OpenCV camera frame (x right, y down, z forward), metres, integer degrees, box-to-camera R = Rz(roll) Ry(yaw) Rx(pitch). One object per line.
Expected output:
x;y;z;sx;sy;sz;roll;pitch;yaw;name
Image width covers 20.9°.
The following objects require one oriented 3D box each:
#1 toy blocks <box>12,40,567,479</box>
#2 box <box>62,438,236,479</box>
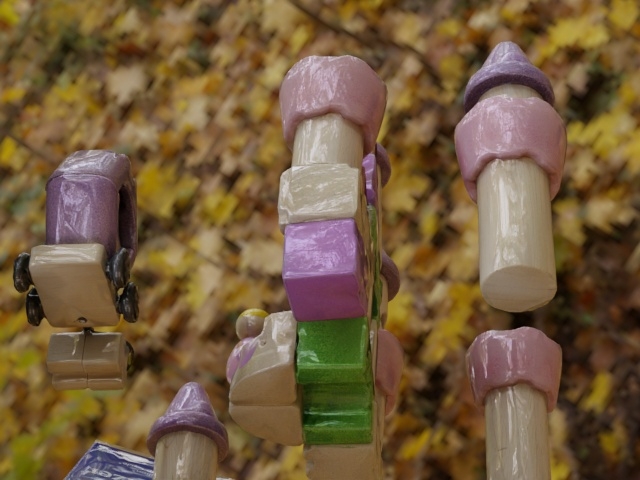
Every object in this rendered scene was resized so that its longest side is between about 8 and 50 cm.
0.000;0.000;1.106;0.288;0.309;0.260;83;-172;-50;toy blocks
-0.157;0.233;1.483;0.225;0.136;0.036;-60;-15;-77;box
